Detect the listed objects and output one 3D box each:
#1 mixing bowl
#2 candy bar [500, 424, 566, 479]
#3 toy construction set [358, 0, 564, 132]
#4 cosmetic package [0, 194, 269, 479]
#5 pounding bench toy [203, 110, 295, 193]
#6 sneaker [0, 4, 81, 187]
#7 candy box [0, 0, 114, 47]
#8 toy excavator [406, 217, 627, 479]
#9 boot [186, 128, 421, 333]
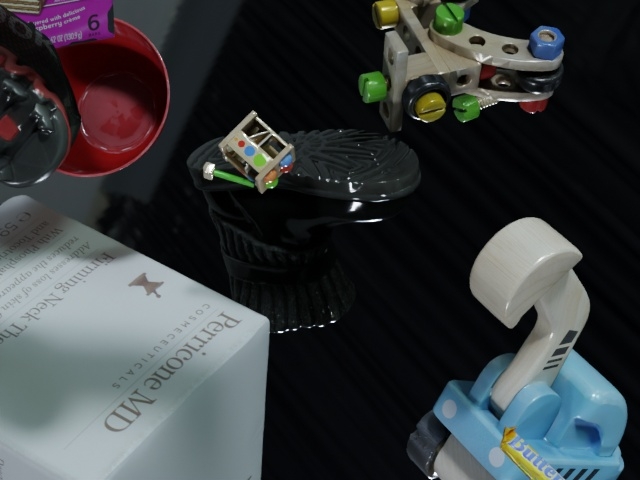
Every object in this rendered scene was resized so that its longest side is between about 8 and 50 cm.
[{"bbox_3d":[-0.245,-0.154,1.504,0.181,0.181,0.098,-43,169,3],"label":"mixing bowl"},{"bbox_3d":[0.239,0.250,1.346,0.018,0.161,0.040,-45,179,30],"label":"candy bar"},{"bbox_3d":[0.129,-0.230,1.645,0.237,0.257,0.309,-21,168,-15],"label":"toy construction set"},{"bbox_3d":[-0.313,0.214,1.593,0.329,0.394,0.327,-43,150,-42],"label":"cosmetic package"},{"bbox_3d":[-0.073,-0.078,1.381,0.083,0.065,0.052,-46,170,-8],"label":"pounding bench toy"},{"bbox_3d":[-0.296,-0.161,1.079,0.097,0.276,0.135,-43,-179,15],"label":"sneaker"},{"bbox_3d":[-0.283,-0.292,1.251,0.159,0.071,0.233,-15,131,-20],"label":"candy box"},{"bbox_3d":[0.295,0.193,1.815,0.433,0.222,0.445,11,113,-42],"label":"toy excavator"},{"bbox_3d":[0.002,-0.002,1.683,0.131,0.348,0.260,-39,123,-39],"label":"boot"}]
